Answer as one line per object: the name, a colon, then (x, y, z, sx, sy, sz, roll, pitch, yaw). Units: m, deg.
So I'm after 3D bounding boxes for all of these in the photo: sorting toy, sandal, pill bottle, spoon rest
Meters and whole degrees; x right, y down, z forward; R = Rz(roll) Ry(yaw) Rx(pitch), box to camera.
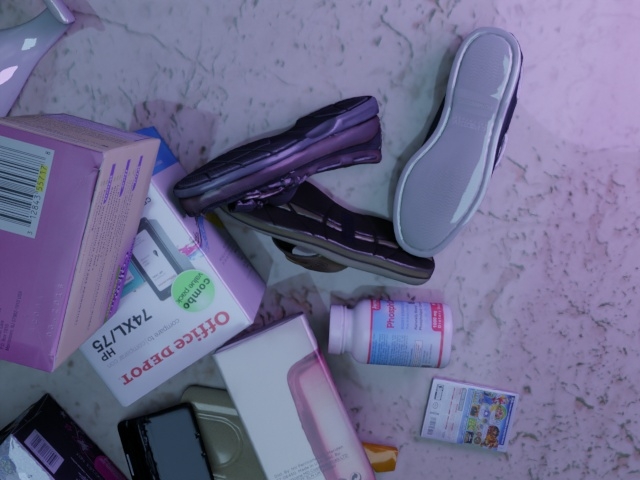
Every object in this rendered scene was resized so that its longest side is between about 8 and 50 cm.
sorting toy: (-0.057, 0.336, 1.335, 0.307, 0.041, 0.229, 10, 95, -1)
sandal: (0.001, 0.001, 1.239, 0.303, 0.120, 0.086, 24, 126, -8)
pill bottle: (0.091, 0.123, 1.268, 0.160, 0.087, 0.087, 3, 100, -1)
spoon rest: (-0.421, -0.228, 1.229, 0.276, 0.084, 0.137, -31, 97, 19)

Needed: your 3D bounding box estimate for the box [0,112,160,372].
box: (-0.267, -0.012, 0.969, 0.117, 0.243, 0.213, 16, 100, 0)

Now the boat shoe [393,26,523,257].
boat shoe: (0.185, -0.120, 1.222, 0.114, 0.091, 0.302, 28, 102, 16)

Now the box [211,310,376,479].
box: (-0.033, 0.221, 1.233, 0.127, 0.148, 0.232, -23, 89, -2)

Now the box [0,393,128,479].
box: (-0.357, 0.361, 1.275, 0.142, 0.163, 0.247, -40, 97, 7)

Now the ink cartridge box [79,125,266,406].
ink cartridge box: (-0.227, 0.025, 1.198, 0.198, 0.197, 0.270, -34, 98, 6)

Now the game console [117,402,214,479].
game console: (-0.214, 0.294, 1.310, 0.071, 0.107, 0.122, -13, 84, -38)

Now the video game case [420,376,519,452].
video game case: (0.207, 0.243, 1.326, 0.122, 0.011, 0.087, 11, 99, -1)

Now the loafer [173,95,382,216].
loafer: (-0.036, -0.086, 1.171, 0.303, 0.109, 0.095, -30, 111, -30)
